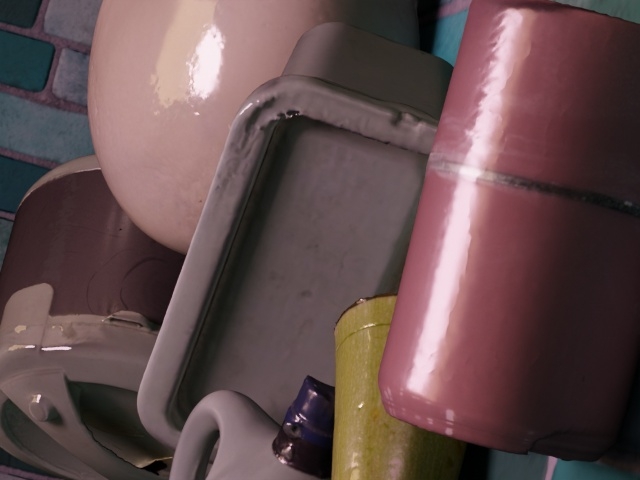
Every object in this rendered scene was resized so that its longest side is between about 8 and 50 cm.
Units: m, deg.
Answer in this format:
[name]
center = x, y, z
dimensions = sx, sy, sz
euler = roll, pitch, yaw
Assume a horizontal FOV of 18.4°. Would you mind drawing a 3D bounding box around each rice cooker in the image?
[rice cooker]
center = -0.173, 0.089, 1.835
dimensions = 0.288, 0.288, 0.277
euler = 123, 160, -56

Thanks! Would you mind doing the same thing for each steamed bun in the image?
[steamed bun]
center = -0.075, -0.145, 1.644
dimensions = 0.324, 0.206, 0.324
euler = -27, 57, 51

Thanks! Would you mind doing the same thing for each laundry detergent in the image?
[laundry detergent]
center = -0.043, 0.208, 1.324
dimensions = 0.215, 0.105, 0.280
euler = 38, 120, 46

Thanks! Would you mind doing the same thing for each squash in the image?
[squash]
center = 0.035, 0.140, 1.166
dimensions = 0.094, 0.094, 0.224
euler = 121, 166, -53

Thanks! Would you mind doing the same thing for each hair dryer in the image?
[hair dryer]
center = 0.106, -0.005, 1.081
dimensions = 0.352, 0.125, 0.210
euler = -156, 80, -88

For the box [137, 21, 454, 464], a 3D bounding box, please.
[box]
center = 0.000, 0.000, 1.410
dimensions = 0.182, 0.175, 0.312
euler = -77, 8, -59
